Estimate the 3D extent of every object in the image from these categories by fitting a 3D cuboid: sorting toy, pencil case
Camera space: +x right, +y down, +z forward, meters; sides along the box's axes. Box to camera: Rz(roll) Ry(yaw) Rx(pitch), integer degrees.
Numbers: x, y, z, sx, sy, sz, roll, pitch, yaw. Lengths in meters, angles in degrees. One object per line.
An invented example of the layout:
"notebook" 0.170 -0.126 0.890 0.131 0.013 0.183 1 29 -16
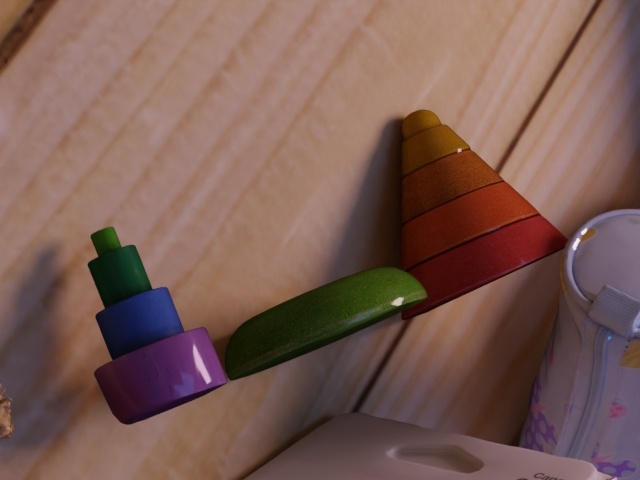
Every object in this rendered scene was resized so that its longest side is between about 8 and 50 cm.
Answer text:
"sorting toy" 0.000 0.000 1.056 0.366 0.127 0.126 -17 82 -44
"pencil case" 0.192 0.104 1.165 0.124 0.113 0.273 -28 146 -29

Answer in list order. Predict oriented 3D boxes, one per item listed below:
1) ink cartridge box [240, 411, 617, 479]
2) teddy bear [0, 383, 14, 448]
"ink cartridge box" 0.076 0.281 1.065 0.131 0.226 0.306 -30 115 -41
"teddy bear" -0.179 0.199 0.876 0.338 0.113 0.245 44 63 -40
